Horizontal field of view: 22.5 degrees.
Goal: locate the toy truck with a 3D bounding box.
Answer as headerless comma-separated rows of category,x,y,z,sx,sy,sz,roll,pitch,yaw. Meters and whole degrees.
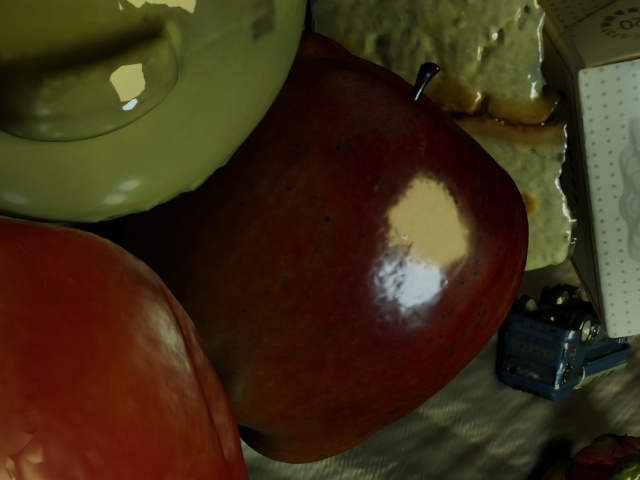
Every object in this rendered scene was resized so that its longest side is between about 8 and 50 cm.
toy truck,0.224,0.091,1.447,0.202,0.074,0.088,-7,112,-61

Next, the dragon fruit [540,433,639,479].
dragon fruit,0.274,0.268,1.487,0.172,0.166,0.160,-25,167,-23

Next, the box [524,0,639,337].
box,0.190,-0.111,1.132,0.330,0.095,0.210,-102,178,-57

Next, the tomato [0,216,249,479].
tomato,-0.150,0.153,0.536,0.338,0.143,0.338,-19,138,-18

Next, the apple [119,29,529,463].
apple,-0.001,-0.001,0.880,0.234,0.234,0.234,-23,117,-57

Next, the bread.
bread,0.101,-0.100,1.062,0.135,0.178,0.240,-40,130,-48

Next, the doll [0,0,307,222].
doll,-0.129,-0.092,0.564,0.177,0.261,0.161,-44,133,-49
